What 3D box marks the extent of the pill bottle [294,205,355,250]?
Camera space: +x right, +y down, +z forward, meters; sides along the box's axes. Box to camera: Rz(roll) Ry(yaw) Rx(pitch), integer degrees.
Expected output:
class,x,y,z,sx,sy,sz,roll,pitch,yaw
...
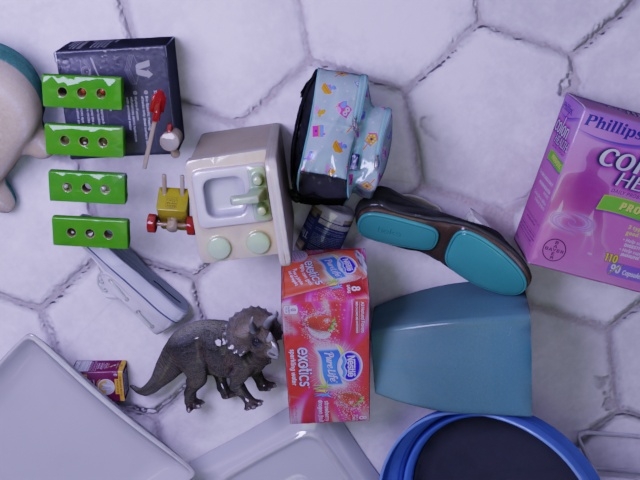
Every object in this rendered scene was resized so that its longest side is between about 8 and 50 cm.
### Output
class,x,y,z,sx,sy,sz,roll,pitch,yaw
pill bottle,0.000,0.000,1.579,0.067,0.067,0.120,22,107,-8

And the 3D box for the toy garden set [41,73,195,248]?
class,x,y,z,sx,sy,sz,roll,pitch,yaw
toy garden set,-0.274,-0.110,1.454,0.203,0.049,0.244,3,111,2

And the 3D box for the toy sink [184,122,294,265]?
class,x,y,z,sx,sy,sz,roll,pitch,yaw
toy sink,-0.112,-0.061,1.470,0.131,0.234,0.153,-8,109,2

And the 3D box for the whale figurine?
class,x,y,z,sx,sy,sz,roll,pitch,yaw
whale figurine,-0.483,-0.167,1.502,0.216,0.141,0.272,10,133,-4

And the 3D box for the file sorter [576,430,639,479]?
class,x,y,z,sx,sy,sz,roll,pitch,yaw
file sorter,0.494,0.471,1.687,0.192,0.173,0.278,5,109,-3

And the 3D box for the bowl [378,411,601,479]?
class,x,y,z,sx,sy,sz,roll,pitch,yaw
bowl,0.274,0.437,1.627,0.391,0.077,0.391,10,109,32

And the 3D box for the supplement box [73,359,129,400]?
class,x,y,z,sx,sy,sz,roll,pitch,yaw
supplement box,-0.351,0.223,1.662,0.083,0.043,0.055,-2,110,1

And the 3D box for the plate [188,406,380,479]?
class,x,y,z,sx,sy,sz,roll,pitch,yaw
plate,-0.044,0.425,1.734,0.278,0.045,0.277,-30,107,9

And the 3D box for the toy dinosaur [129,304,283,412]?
class,x,y,z,sx,sy,sz,roll,pitch,yaw
toy dinosaur,-0.161,0.180,1.626,0.313,0.121,0.160,-7,104,32

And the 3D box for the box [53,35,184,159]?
class,x,y,z,sx,sy,sz,roll,pitch,yaw
box,-0.283,-0.205,1.493,0.158,0.093,0.156,-3,110,1

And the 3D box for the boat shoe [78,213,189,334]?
class,x,y,z,sx,sy,sz,roll,pitch,yaw
boat shoe,-0.303,0.060,1.587,0.076,0.083,0.226,-42,105,11

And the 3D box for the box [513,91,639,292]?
class,x,y,z,sx,sy,sz,roll,pitch,yaw
box,0.432,-0.066,1.536,0.213,0.117,0.243,15,107,-6

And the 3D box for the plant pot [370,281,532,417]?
class,x,y,z,sx,sy,sz,roll,pitch,yaw
plant pot,0.197,0.161,1.590,0.234,0.165,0.166,-2,109,6

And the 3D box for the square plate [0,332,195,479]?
class,x,y,z,sx,sy,sz,roll,pitch,yaw
square plate,-0.429,0.345,1.674,0.344,0.049,0.347,43,115,-14

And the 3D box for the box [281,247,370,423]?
class,x,y,z,sx,sy,sz,roll,pitch,yaw
box,0.009,0.146,1.561,0.128,0.123,0.257,-2,128,-1

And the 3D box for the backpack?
class,x,y,z,sx,sy,sz,roll,pitch,yaw
backpack,0.029,-0.147,1.474,0.144,0.166,0.189,2,86,2

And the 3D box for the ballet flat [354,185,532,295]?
class,x,y,z,sx,sy,sz,roll,pitch,yaw
ballet flat,0.189,-0.014,1.555,0.280,0.096,0.095,24,134,-1
